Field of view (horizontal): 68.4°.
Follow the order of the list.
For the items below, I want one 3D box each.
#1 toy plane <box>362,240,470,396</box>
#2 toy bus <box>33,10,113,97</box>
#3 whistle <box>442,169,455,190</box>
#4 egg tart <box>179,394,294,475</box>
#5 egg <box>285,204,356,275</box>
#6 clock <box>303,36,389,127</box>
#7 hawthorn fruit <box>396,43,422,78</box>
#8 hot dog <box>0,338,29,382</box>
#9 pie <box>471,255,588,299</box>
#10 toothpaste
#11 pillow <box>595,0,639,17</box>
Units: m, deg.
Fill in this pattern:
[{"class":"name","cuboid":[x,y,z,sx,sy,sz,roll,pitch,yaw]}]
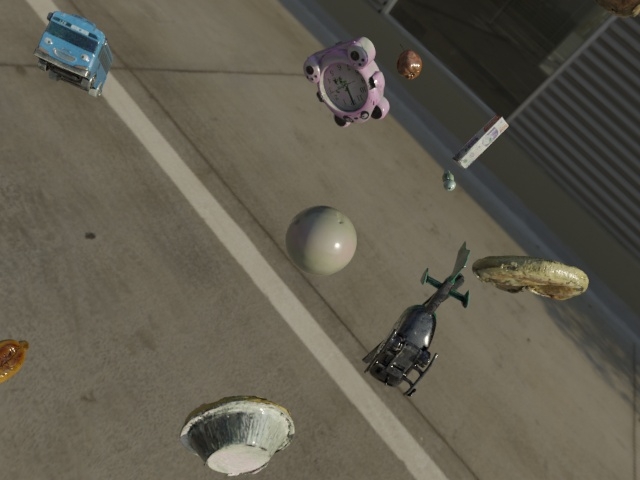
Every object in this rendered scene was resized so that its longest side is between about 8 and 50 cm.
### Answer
[{"class":"toy plane","cuboid":[0.189,0.170,0.937,0.107,0.381,0.155,28,29,2]},{"class":"toy bus","cuboid":[-0.543,-0.414,1.057,0.116,0.133,0.234,23,-1,-21]},{"class":"whistle","cuboid":[0.375,-0.177,1.383,0.035,0.035,0.100,29,37,-17]},{"class":"egg tart","cuboid":[-0.167,0.403,0.953,0.234,0.234,0.094,23,34,-25]},{"class":"egg","cuboid":[0.000,0.000,0.688,0.103,0.103,0.135,37,-4,-6]},{"class":"clock","cuboid":[0.088,-0.474,1.438,0.090,0.228,0.247,-56,130,-38]},{"class":"hawthorn fruit","cuboid":[0.230,-0.477,1.238,0.067,0.067,0.103,10,67,-38]},{"class":"hot dog","cuboid":[-0.776,0.290,1.151,0.089,0.060,0.140,54,40,-26]},{"class":"pie","cuboid":[0.639,0.109,1.454,0.338,0.338,0.075,23,72,-25]},{"class":"toothpaste","cuboid":[0.522,-0.322,1.542,0.047,0.196,0.040,37,13,-31]},{"class":"pillow","cuboid":[0.288,-0.313,0.405,0.034,0.211,0.135,-15,60,-10]}]
